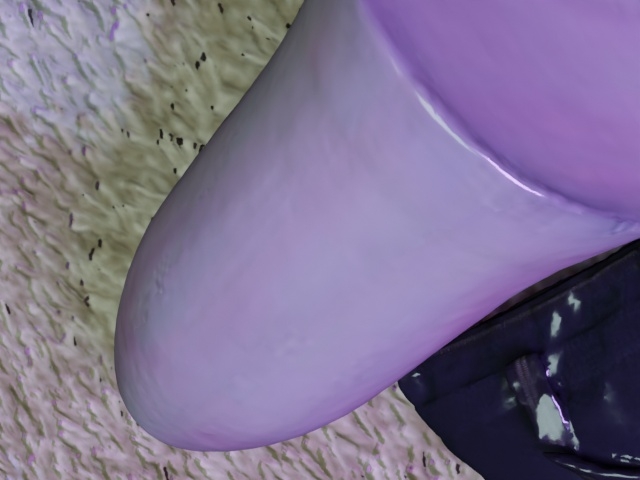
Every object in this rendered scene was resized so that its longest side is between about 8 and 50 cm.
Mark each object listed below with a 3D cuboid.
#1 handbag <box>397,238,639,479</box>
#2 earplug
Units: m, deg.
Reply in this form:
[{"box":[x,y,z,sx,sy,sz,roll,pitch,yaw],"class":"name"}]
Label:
[{"box":[0.175,0.083,0.589,0.254,0.088,0.211,-34,95,38],"class":"handbag"},{"box":[0.000,0.000,0.614,0.172,0.172,0.301,48,131,2],"class":"earplug"}]
